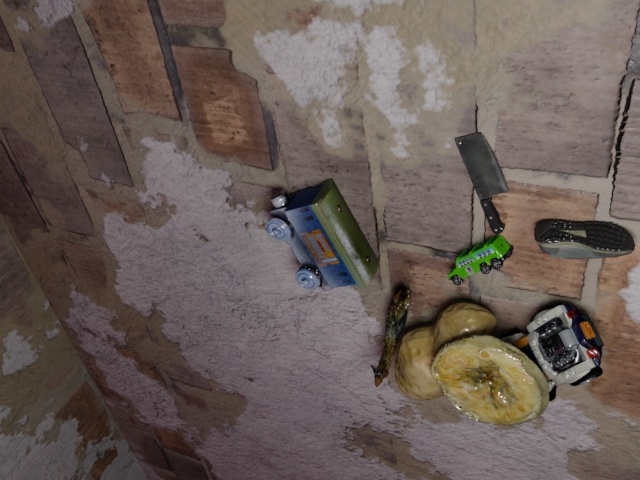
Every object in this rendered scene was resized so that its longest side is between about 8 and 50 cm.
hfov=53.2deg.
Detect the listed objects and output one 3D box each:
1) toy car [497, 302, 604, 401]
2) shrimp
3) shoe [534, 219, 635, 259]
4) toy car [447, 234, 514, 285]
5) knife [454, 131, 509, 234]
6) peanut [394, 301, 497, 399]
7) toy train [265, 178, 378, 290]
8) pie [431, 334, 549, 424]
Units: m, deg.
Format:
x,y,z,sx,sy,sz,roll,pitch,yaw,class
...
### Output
x,y,z,sx,sy,sz,roll,pitch,yaw,class
0.517,0.265,1.484,0.301,0.118,0.193,-53,50,50,toy car
0.181,0.255,1.665,0.054,0.222,0.290,17,127,12,shrimp
0.544,0.008,1.322,0.194,0.074,0.077,8,144,29,shoe
0.360,0.045,1.467,0.165,0.071,0.062,-31,94,45,toy car
0.358,-0.118,1.354,0.072,0.019,0.245,-9,121,36,knife
0.311,0.279,1.638,0.192,0.169,0.387,27,136,-7,peanut
0.000,0.000,1.601,0.202,0.131,0.299,-11,123,36,toy train
0.387,0.328,1.477,0.274,0.055,0.274,18,132,21,pie
